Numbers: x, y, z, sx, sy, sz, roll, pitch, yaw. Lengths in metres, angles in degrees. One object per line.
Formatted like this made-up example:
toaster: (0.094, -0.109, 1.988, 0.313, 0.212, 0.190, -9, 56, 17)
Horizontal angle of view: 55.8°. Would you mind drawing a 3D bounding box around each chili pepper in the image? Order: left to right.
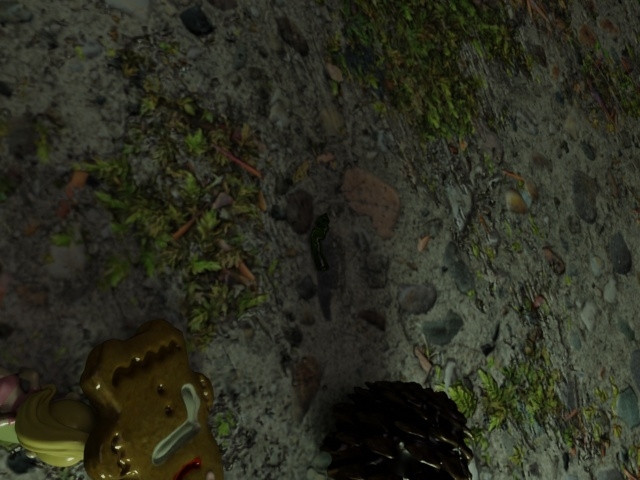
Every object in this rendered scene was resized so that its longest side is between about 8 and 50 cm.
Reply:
chili pepper: (0.000, 0.000, 0.818, 0.027, 0.022, 0.083, 2, 76, 2)

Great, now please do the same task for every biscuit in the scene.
biscuit: (-0.156, 0.207, 0.610, 0.184, 0.035, 0.249, -19, 96, -66)

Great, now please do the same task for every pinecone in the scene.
pinecone: (0.086, 0.268, 0.717, 0.205, 0.179, 0.184, -71, 160, -4)

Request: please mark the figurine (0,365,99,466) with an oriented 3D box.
figurine: (-0.287, 0.158, 0.570, 0.187, 0.083, 0.083, 36, 61, -9)
